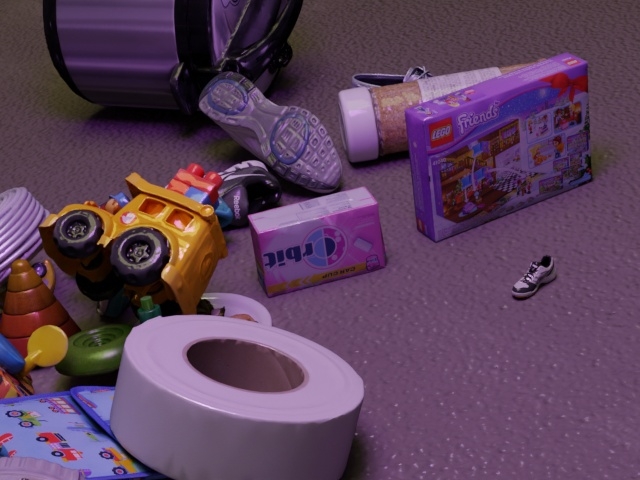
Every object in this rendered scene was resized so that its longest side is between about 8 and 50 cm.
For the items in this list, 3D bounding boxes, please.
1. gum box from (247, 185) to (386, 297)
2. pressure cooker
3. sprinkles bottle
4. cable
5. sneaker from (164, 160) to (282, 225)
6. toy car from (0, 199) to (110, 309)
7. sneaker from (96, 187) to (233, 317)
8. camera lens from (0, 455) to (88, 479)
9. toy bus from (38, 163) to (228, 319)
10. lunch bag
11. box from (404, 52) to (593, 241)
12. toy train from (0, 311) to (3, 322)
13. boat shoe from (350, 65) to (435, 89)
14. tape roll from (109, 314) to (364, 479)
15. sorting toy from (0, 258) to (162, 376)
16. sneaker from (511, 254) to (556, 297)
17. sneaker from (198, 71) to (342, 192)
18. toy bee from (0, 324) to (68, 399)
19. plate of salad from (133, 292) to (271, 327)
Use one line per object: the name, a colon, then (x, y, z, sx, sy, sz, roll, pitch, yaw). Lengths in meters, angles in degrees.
gum box: (0.000, 0.000, 2.088, 0.188, 0.107, 0.062, -14, 30, -11)
pressure cooker: (-0.235, -0.416, 2.633, 0.420, 0.370, 0.375, 6, 8, 22)
sprinkles bottle: (0.210, -0.215, 2.404, 0.355, 0.121, 0.121, -10, 29, -3)
cable: (-0.502, 0.025, 2.101, 0.257, 0.089, 0.257, -41, 16, -13)
sneaker: (-0.160, -0.059, 2.266, 0.234, 0.078, 0.106, -21, 29, -26)
toy car: (-0.345, 0.023, 2.133, 0.239, 0.053, 0.225, -39, -3, 14)
sneaker: (-0.226, 0.013, 2.125, 0.110, 0.107, 0.275, 35, 55, 4)
camera lens: (-0.303, 0.366, 1.394, 0.219, 0.219, 0.274, -7, 29, 3)
toy bus: (-0.230, -0.017, 1.950, 0.220, 0.149, 0.211, 21, 65, 20)
lunch bag: (-0.238, 0.259, 1.699, 0.293, 0.138, 0.221, -11, 25, -36)
box: (0.269, -0.140, 2.175, 0.293, 0.201, 0.057, -20, 31, -22)
toy train: (-0.494, 0.137, 2.042, 0.158, 0.036, 0.027, -26, 33, -29)
boat shoe: (0.158, -0.258, 2.537, 0.227, 0.081, 0.079, 1, 30, 18)
tape roll: (-0.097, 0.185, 1.688, 0.286, 0.100, 0.286, 12, 18, -4)
sorting toy: (-0.312, 0.096, 1.921, 0.365, 0.126, 0.127, 7, 24, 45)
sneaker: (0.289, 0.047, 2.002, 0.032, 0.037, 0.083, 21, 42, 39)
sneaker: (-0.066, -0.168, 2.398, 0.111, 0.129, 0.297, -47, 60, -5)
toy bee: (-0.401, 0.200, 1.816, 0.195, 0.162, 0.298, -41, 7, 17)
plate of salad: (-0.166, 0.116, 1.986, 0.200, 0.048, 0.200, -6, 30, 4)
